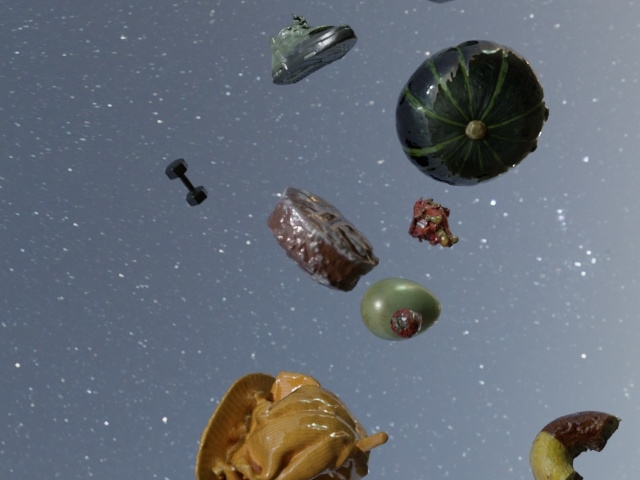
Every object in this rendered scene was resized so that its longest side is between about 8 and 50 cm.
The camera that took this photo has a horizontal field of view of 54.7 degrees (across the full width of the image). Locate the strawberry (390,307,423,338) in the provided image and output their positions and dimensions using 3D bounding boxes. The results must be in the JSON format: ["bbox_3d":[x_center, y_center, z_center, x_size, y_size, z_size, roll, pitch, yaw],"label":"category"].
[{"bbox_3d":[0.239,0.224,1.681,0.096,0.083,0.083,17,-91,-35],"label":"strawberry"}]

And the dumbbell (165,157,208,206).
[{"bbox_3d":[-0.226,-0.097,1.048,0.036,0.040,0.083,-29,-62,8],"label":"dumbbell"}]

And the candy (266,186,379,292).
[{"bbox_3d":[0.000,0.000,1.491,0.157,0.289,0.214,-52,-15,16],"label":"candy"}]

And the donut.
[{"bbox_3d":[0.630,0.521,1.589,0.295,0.151,0.112,-47,-36,-13],"label":"donut"}]

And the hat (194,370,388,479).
[{"bbox_3d":[-0.010,0.292,0.890,0.244,0.233,0.234,23,-123,-53],"label":"hat"}]

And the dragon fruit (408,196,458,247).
[{"bbox_3d":[0.336,-0.045,1.866,0.150,0.207,0.133,-23,-46,-25],"label":"dragon fruit"}]

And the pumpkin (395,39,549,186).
[{"bbox_3d":[0.325,-0.274,1.349,0.241,0.323,0.323,-80,-24,-54],"label":"pumpkin"}]

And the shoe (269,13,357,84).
[{"bbox_3d":[-0.036,-0.493,1.505,0.109,0.292,0.149,-12,-92,-40],"label":"shoe"}]

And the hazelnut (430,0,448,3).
[{"bbox_3d":[0.295,-0.681,1.482,0.218,0.233,0.218,1,-90,-81],"label":"hazelnut"}]

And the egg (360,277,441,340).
[{"bbox_3d":[0.281,0.237,2.145,0.295,0.218,0.219,-2,-75,-19],"label":"egg"}]
